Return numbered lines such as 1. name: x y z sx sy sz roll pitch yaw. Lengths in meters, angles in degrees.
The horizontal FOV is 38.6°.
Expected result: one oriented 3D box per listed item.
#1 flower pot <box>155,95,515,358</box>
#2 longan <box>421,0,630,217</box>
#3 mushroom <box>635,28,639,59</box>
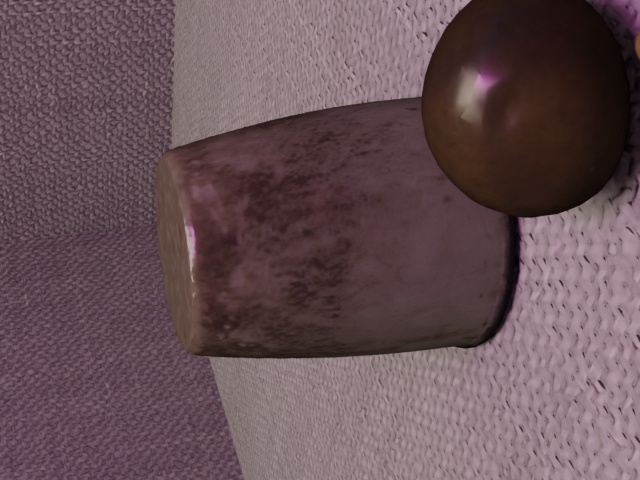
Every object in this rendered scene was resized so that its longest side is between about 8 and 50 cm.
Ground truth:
1. flower pot: 0.000 0.000 0.995 0.293 0.330 0.294 171 90 -73
2. longan: 0.163 -0.113 0.731 0.189 0.189 0.189 173 90 -72
3. mushroom: 0.270 -0.078 0.588 0.059 0.054 0.202 109 143 -63
